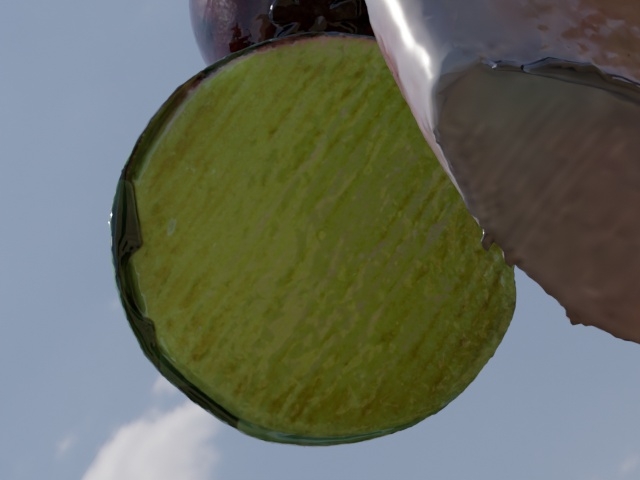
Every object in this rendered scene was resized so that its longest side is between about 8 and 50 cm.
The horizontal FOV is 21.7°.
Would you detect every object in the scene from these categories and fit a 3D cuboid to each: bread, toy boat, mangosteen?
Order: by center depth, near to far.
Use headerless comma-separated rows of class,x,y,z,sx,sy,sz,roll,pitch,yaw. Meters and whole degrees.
toy boat,0.093,-0.097,0.585,0.096,0.206,0.282,-44,25,35
bread,0.000,0.000,0.904,0.228,0.228,0.033,-59,1,-7
mangosteen,0.007,-0.162,1.058,0.200,0.200,0.200,-43,-32,-35
